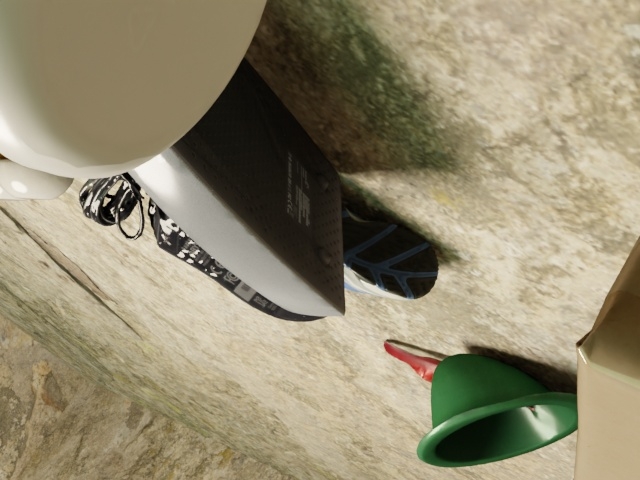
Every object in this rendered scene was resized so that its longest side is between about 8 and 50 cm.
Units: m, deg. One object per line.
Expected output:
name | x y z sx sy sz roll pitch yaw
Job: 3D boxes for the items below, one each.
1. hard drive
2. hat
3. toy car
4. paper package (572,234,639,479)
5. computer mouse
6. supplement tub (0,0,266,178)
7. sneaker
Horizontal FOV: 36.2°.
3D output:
hard drive | -0.066 -0.062 0.724 0.054 0.172 0.254 -23 134 23
hat | 0.158 0.127 1.040 0.208 0.183 0.173 -20 148 13
toy car | -0.261 -0.117 0.961 0.136 0.159 0.182 4 179 -36
paper package | 0.325 0.126 0.577 0.325 0.168 0.309 24 159 25
computer mouse | -0.086 -0.022 0.967 0.272 0.072 0.188 36 134 -13
supplement tub | -0.207 -0.195 0.525 0.325 0.235 0.235 25 159 20
sneaker | 0.000 0.000 0.886 0.211 0.080 0.081 31 162 -5
